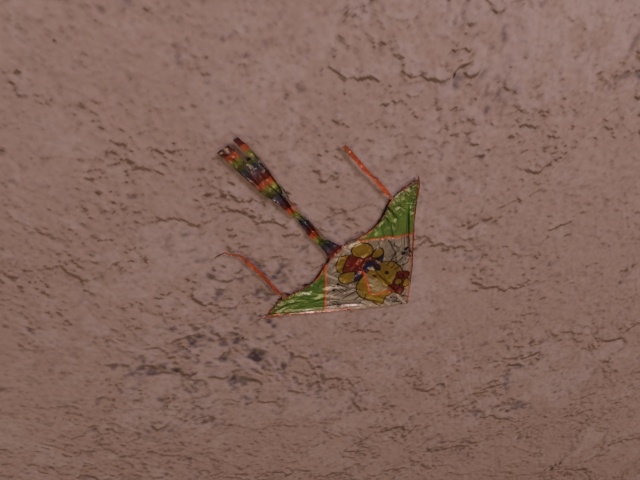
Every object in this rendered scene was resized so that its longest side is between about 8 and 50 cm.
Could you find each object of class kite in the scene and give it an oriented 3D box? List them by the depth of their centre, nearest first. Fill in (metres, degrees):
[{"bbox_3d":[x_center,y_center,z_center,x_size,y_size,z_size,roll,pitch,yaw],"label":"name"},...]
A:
[{"bbox_3d":[0.000,0.000,0.506,0.198,0.006,0.244,-39,125,17],"label":"kite"}]
